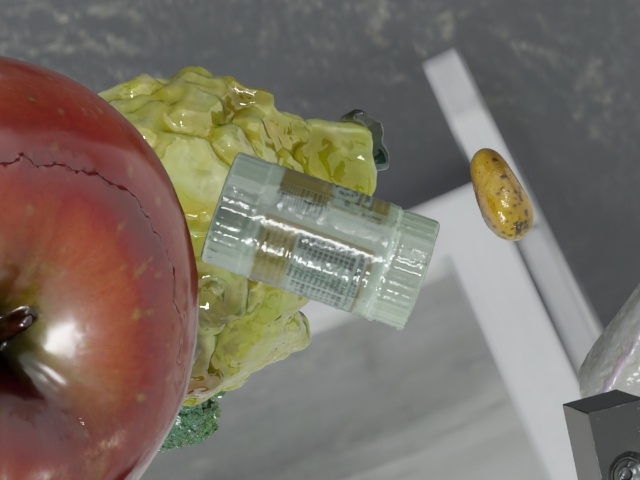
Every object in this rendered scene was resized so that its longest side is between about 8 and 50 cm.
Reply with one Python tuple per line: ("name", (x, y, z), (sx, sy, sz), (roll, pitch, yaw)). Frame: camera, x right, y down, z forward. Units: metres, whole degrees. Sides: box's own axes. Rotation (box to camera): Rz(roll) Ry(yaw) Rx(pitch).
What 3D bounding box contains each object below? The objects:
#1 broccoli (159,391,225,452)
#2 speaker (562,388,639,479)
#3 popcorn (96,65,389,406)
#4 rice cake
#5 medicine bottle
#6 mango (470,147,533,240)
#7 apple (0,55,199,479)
("broccoli", (-0.189, 0.081, 2.061), (0.265, 0.245, 0.294), (-9, 121, 40))
("speaker", (0.193, 0.191, 1.241), (0.040, 0.046, 0.191), (-14, 96, -14))
("popcorn", (-0.117, 0.011, 1.557), (0.293, 0.237, 0.293), (2, 127, 3))
("rice cake", (0.329, 0.013, 1.642), (0.064, 0.070, 0.399), (20, 127, -16))
("medicine bottle", (0.000, 0.000, 0.767), (0.083, 0.047, 0.047), (19, 131, 0))
("mango", (0.201, -0.052, 2.247), (0.057, 0.114, 0.079), (-23, 159, 8))
("apple", (-0.131, 0.024, 0.633), (0.181, 0.168, 0.181), (-11, 111, -32))
